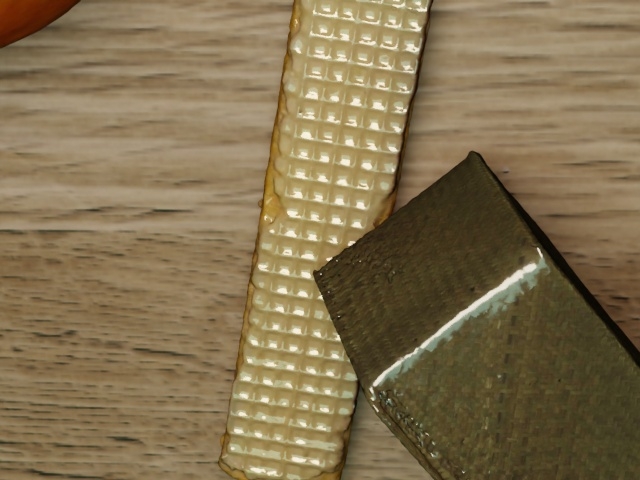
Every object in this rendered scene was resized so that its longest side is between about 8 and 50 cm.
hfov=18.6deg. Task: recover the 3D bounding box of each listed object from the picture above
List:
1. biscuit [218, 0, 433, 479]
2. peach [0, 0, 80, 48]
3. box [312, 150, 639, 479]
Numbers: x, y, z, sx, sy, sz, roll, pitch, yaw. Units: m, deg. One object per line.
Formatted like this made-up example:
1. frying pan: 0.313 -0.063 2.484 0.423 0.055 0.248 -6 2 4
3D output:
1. biscuit: 0.000 0.000 1.316 0.094 0.054 0.378 9 112 0
2. peach: -0.273 -0.241 1.107 0.343 0.301 0.342 1 113 3
3. box: 0.139 0.103 1.247 0.143 0.184 0.273 -38 115 7
